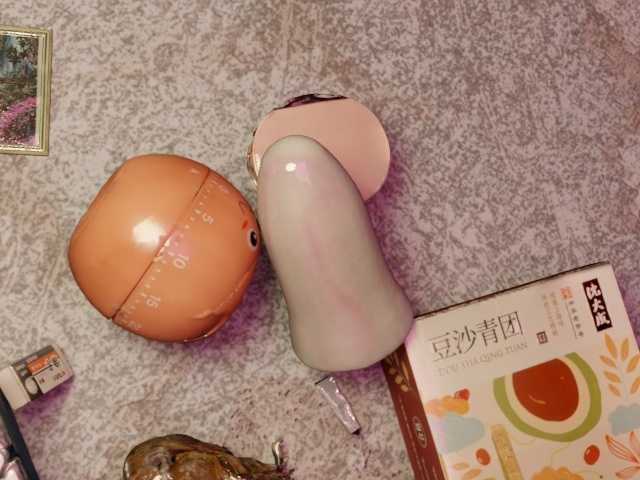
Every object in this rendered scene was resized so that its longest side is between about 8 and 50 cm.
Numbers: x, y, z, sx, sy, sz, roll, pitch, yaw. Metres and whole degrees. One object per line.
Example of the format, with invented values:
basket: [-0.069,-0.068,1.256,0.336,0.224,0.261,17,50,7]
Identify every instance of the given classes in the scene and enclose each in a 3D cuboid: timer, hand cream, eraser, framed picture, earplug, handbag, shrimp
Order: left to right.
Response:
framed picture: [-0.437,-0.207,1.191,0.141,0.011,0.183,2,80,-16]
eraser: [-0.352,0.166,1.092,0.029,0.122,0.052,-28,91,12]
timer: [-0.190,0.010,1.106,0.214,0.229,0.230,35,73,-17]
shrimp: [-0.085,0.329,1.137,0.342,0.145,0.117,18,101,-8]
handbag: [-0.007,-0.116,1.243,0.204,0.116,0.179,-12,83,-17]
earplug: [0.000,0.000,1.112,0.172,0.172,0.301,-33,126,-19]
hand cream: [0.027,0.234,1.245,0.030,0.019,0.093,-30,83,-17]

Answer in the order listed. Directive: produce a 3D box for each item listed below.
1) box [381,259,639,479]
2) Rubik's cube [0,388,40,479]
box: [0.299,0.261,1.260,0.344,0.122,0.386,-15,84,-17]
Rubik's cube: [-0.437,0.278,1.002,0.207,0.205,0.205,-24,87,-20]
